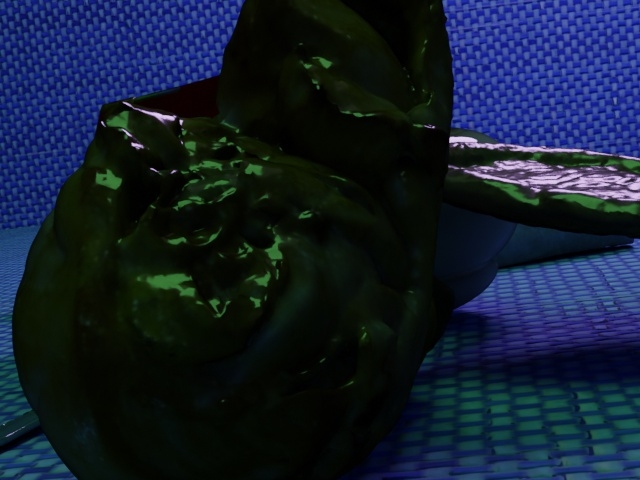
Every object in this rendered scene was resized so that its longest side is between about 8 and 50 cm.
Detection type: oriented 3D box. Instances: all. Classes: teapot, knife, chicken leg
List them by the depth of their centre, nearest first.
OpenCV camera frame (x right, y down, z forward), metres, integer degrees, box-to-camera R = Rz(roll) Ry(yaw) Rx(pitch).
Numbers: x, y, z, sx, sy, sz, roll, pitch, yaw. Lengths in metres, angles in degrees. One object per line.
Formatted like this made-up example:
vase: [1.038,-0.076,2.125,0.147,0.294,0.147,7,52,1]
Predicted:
chicken leg: [0.010,-0.009,0.734,0.182,0.295,0.409,16,2,24]
knife: [-0.162,0.103,0.936,0.044,0.019,0.313,-13,3,19]
teapot: [0.027,-0.007,1.179,0.220,0.149,0.318,-13,6,-31]

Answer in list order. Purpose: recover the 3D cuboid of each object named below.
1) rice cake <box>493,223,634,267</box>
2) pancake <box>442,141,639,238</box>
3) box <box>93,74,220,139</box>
rice cake: [0.231,-0.015,1.452,0.206,0.069,0.063,-7,5,-19]
pancake: [0.188,-0.033,0.921,0.286,0.033,0.288,6,10,10]
box: [-0.116,-0.021,1.148,0.089,0.197,0.313,13,-6,-26]
